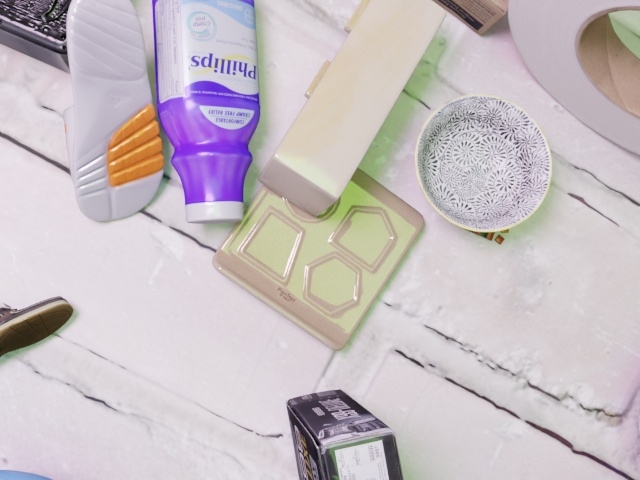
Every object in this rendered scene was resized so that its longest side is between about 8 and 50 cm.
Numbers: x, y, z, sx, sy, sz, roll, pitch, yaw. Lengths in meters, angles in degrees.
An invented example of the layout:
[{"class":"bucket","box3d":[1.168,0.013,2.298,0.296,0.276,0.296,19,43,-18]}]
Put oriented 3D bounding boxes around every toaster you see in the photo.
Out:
[{"class":"toaster","box3d":[-0.303,-0.293,0.784,0.186,0.110,0.168,22,84,-8]}]

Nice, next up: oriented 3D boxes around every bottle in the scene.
[{"class":"bottle","box3d":[-0.128,-0.161,0.812,0.118,0.092,0.282,-1,87,-36]}]

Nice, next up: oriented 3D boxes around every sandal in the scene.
[{"class":"sandal","box3d":[-0.235,-0.151,0.787,0.102,0.076,0.265,-11,122,-28]}]

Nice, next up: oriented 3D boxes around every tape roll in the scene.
[{"class":"tape roll","box3d":[0.390,-0.204,0.767,0.392,0.392,0.072,37,81,-7]}]

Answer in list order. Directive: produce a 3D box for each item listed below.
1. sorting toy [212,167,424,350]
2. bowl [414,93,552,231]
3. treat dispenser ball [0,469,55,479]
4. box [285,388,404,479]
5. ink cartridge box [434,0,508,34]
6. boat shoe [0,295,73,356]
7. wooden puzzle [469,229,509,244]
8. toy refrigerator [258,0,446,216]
[{"class":"sorting toy","box3d":[0.000,0.000,0.866,0.193,0.038,0.208,35,77,-7]},{"class":"bowl","box3d":[0.190,-0.088,0.875,0.170,0.080,0.170,1,82,-7]},{"class":"treat dispenser ball","box3d":[-0.319,0.365,0.659,0.288,0.288,0.288,1,87,-10]},{"class":"box","box3d":[0.039,0.330,0.750,0.077,0.242,0.307,-10,90,-11]},{"class":"ink cartridge box","box3d":[0.201,-0.416,0.894,0.193,0.088,0.234,35,82,-5]},{"class":"boat shoe","box3d":[-0.354,0.097,0.785,0.152,0.056,0.049,-27,59,-15]},{"class":"wooden puzzle","box3d":[0.211,-0.031,0.917,0.083,0.006,0.049,23,83,-8]},{"class":"toy refrigerator","box3d":[0.033,-0.171,0.826,0.094,0.102,0.269,33,75,-7]}]
